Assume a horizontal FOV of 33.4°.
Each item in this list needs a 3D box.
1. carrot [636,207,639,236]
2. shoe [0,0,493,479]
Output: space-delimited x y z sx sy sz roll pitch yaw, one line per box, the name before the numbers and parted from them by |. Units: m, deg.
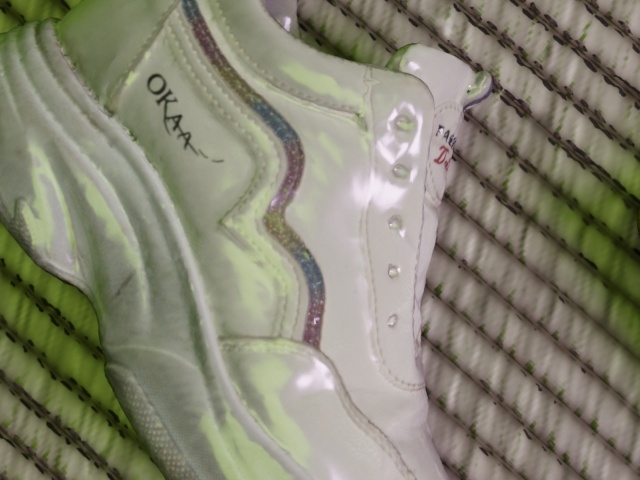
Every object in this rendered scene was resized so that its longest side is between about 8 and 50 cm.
carrot | 0.258 0.092 0.466 0.114 0.114 0.302 -32 85 2
shoe | 0.000 0.000 0.477 0.210 0.132 0.342 -37 82 4
